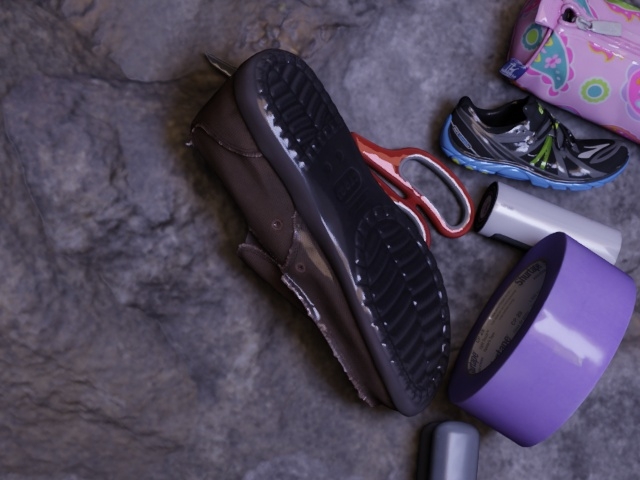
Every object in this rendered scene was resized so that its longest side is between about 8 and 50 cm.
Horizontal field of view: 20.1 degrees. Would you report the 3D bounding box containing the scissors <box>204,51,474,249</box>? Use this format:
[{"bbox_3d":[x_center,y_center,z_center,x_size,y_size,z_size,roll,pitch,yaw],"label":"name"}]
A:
[{"bbox_3d":[0.024,-0.100,1.729,0.109,0.021,0.297,-43,94,-11],"label":"scissors"}]

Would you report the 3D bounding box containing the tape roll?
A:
[{"bbox_3d":[0.202,0.090,1.661,0.080,0.189,0.189,33,78,-9],"label":"tape roll"}]

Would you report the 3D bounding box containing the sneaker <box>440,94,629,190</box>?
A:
[{"bbox_3d":[0.211,-0.097,1.735,0.188,0.067,0.078,10,113,-10],"label":"sneaker"}]

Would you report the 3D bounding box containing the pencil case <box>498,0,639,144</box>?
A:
[{"bbox_3d":[0.318,-0.157,1.748,0.284,0.124,0.124,24,80,-10],"label":"pencil case"}]

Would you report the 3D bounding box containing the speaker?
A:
[{"bbox_3d":[0.220,-0.009,1.743,0.136,0.055,0.055,21,80,-11],"label":"speaker"}]

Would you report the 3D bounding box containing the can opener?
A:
[{"bbox_3d":[0.086,0.306,1.671,0.095,0.076,0.283,7,82,-13],"label":"can opener"}]

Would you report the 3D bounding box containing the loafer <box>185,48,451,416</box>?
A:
[{"bbox_3d":[0.000,0.000,1.674,0.134,0.130,0.366,-38,104,-50],"label":"loafer"}]
